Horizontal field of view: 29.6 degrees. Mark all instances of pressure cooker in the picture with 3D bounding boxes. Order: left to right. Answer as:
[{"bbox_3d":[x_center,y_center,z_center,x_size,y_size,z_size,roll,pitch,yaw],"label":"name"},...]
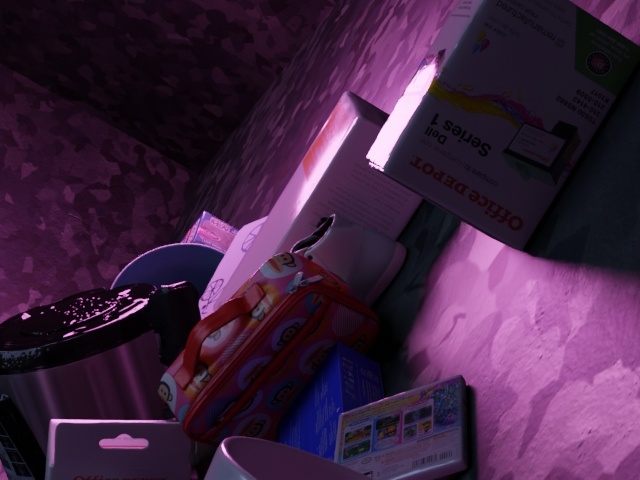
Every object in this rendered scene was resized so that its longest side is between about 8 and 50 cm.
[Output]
[{"bbox_3d":[-0.399,0.324,2.219,0.376,0.420,0.370,-10,15,18],"label":"pressure cooker"}]

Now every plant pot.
[{"bbox_3d":[-0.283,0.177,2.530,0.195,0.290,0.290,84,-160,-50],"label":"plant pot"}]

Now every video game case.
[{"bbox_3d":[0.088,0.221,1.339,0.157,0.019,0.143,-21,28,19],"label":"video game case"}]

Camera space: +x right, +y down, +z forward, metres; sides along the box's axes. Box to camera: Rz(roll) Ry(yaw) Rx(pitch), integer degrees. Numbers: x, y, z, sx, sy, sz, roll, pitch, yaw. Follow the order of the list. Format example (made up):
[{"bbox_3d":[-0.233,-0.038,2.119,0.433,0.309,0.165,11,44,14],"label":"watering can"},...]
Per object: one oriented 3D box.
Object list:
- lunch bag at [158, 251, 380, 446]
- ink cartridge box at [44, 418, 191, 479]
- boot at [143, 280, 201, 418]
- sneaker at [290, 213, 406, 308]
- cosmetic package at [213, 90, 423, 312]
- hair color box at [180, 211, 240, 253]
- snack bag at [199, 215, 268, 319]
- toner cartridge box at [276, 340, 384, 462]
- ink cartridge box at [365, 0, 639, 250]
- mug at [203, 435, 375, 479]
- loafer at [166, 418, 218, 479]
[{"bbox_3d":[-0.080,0.156,1.690,0.293,0.258,0.120,-49,52,8],"label":"lunch bag"},{"bbox_3d":[-0.308,0.384,1.814,0.119,0.207,0.353,-112,28,-59],"label":"ink cartridge box"},{"bbox_3d":[-0.219,0.169,1.899,0.246,0.094,0.207,146,113,-81],"label":"boot"},{"bbox_3d":[0.000,0.076,1.844,0.256,0.151,0.094,-56,13,16],"label":"sneaker"},{"bbox_3d":[0.000,0.000,1.992,0.453,0.162,0.230,-58,13,12],"label":"cosmetic package"},{"bbox_3d":[-0.282,0.104,2.800,0.347,0.174,0.105,-50,18,40],"label":"hair color box"},{"bbox_3d":[-0.116,0.059,2.346,0.323,0.037,0.342,-20,33,46],"label":"snack bag"},{"bbox_3d":[0.014,0.281,1.528,0.165,0.075,0.348,-57,13,19],"label":"toner cartridge box"},{"bbox_3d":[0.213,-0.156,1.429,0.278,0.201,0.117,-59,13,5],"label":"ink cartridge box"},{"bbox_3d":[0.003,0.390,1.007,0.374,0.276,0.328,25,91,46],"label":"mug"},{"bbox_3d":[-0.152,0.343,1.970,0.130,0.134,0.366,-40,21,-2],"label":"loafer"}]
